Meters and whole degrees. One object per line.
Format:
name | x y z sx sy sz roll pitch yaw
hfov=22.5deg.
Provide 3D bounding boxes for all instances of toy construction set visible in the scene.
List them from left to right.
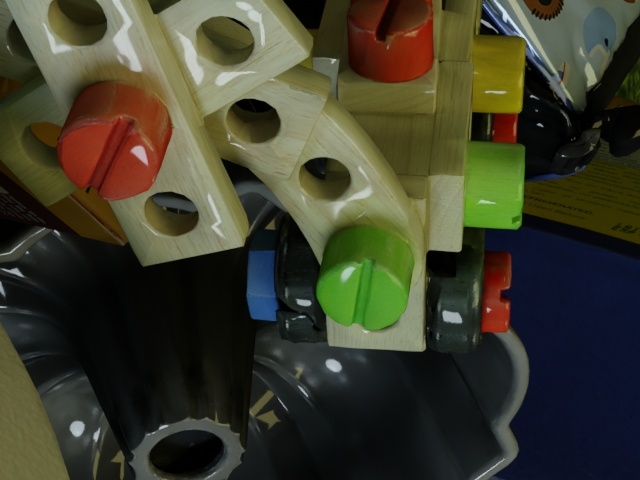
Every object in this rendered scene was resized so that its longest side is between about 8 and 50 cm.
toy construction set | 0.015 -0.088 0.562 0.328 0.151 0.215 -58 155 -45

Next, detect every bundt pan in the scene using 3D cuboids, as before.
bundt pan | -0.071 0.060 0.785 0.330 0.124 0.331 -7 133 -8

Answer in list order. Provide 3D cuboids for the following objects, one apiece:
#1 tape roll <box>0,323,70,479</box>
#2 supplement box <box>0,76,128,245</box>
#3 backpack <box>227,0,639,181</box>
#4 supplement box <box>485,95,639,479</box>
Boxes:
tape roll | -0.230 0.154 0.487 0.072 0.392 0.392 12 93 -55
supplement box | -0.149 -0.123 0.609 0.129 0.194 0.191 52 53 -67
backpack | 0.018 -0.157 0.814 0.263 0.276 0.213 43 57 -30
supplement box | 0.234 0.039 1.199 0.356 0.194 0.195 -29 131 -55
